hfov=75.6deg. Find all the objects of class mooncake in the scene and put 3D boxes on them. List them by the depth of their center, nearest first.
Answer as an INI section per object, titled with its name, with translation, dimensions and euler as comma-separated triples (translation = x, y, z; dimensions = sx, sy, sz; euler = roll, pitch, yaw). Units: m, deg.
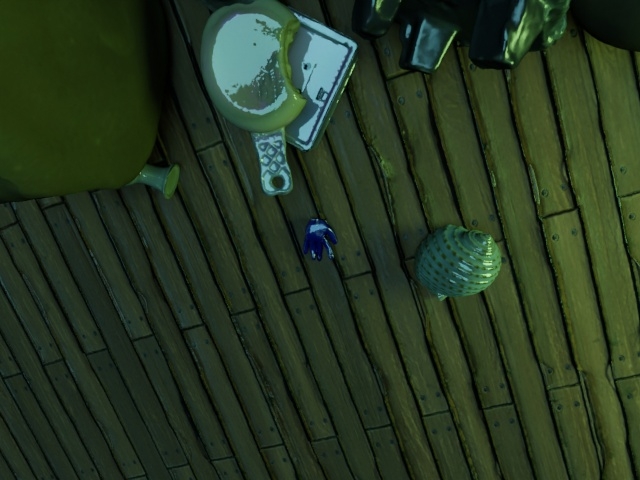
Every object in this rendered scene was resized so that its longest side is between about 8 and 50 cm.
[mooncake]
translation = -0.422, -0.281, 0.555
dimensions = 0.262, 0.467, 0.468
euler = 4, 105, 14

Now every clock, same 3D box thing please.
[clock]
translation = -0.038, -0.265, 0.697
dimensions = 0.144, 0.073, 0.194
euler = 27, 106, 1

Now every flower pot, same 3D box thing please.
[flower pot]
translation = 0.203, -0.363, 0.535
dimensions = 0.298, 0.299, 0.283
euler = 18, 98, 4

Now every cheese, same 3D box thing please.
[cheese]
translation = -0.088, -0.212, 0.641
dimensions = 0.163, 0.082, 0.287
euler = -10, 104, 11

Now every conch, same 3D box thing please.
[conch]
translation = 0.235, 0.040, 0.725
dimensions = 0.135, 0.102, 0.153
euler = 44, 107, 11

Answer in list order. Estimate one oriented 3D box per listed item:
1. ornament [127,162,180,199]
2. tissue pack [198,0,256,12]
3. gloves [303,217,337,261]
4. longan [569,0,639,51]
[ornament]
translation = -0.354, -0.132, 0.778
dimensions = 0.156, 0.081, 0.075
euler = 17, 102, 0
[tissue pack]
translation = -0.146, -0.445, 0.565
dimensions = 0.124, 0.271, 0.202
euler = 5, 105, 9
[gloves]
translation = 0.000, 0.000, 0.784
dimensions = 0.064, 0.026, 0.086
euler = 7, 105, 5
[longan]
translation = 0.454, -0.367, 0.528
dimensions = 0.248, 0.248, 0.249
euler = 2, 105, 8
